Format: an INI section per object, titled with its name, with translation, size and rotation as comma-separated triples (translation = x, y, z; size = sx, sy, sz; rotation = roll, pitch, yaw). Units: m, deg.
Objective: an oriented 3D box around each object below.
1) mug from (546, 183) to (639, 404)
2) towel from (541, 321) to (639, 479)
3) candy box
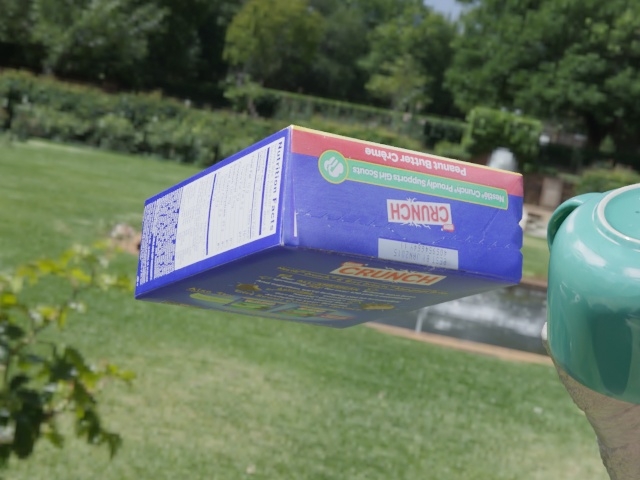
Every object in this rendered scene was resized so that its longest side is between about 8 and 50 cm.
[mug]
translation = 0.195, 0.020, 0.724
size = 0.158, 0.097, 0.129
rotation = 17, 39, 30
[towel]
translation = 0.312, 0.060, 0.862
size = 0.282, 0.187, 0.049
rotation = -30, 30, 3
[candy box]
translation = 0.000, 0.000, 1.172
size = 0.268, 0.122, 0.317
rotation = 10, -15, -31
